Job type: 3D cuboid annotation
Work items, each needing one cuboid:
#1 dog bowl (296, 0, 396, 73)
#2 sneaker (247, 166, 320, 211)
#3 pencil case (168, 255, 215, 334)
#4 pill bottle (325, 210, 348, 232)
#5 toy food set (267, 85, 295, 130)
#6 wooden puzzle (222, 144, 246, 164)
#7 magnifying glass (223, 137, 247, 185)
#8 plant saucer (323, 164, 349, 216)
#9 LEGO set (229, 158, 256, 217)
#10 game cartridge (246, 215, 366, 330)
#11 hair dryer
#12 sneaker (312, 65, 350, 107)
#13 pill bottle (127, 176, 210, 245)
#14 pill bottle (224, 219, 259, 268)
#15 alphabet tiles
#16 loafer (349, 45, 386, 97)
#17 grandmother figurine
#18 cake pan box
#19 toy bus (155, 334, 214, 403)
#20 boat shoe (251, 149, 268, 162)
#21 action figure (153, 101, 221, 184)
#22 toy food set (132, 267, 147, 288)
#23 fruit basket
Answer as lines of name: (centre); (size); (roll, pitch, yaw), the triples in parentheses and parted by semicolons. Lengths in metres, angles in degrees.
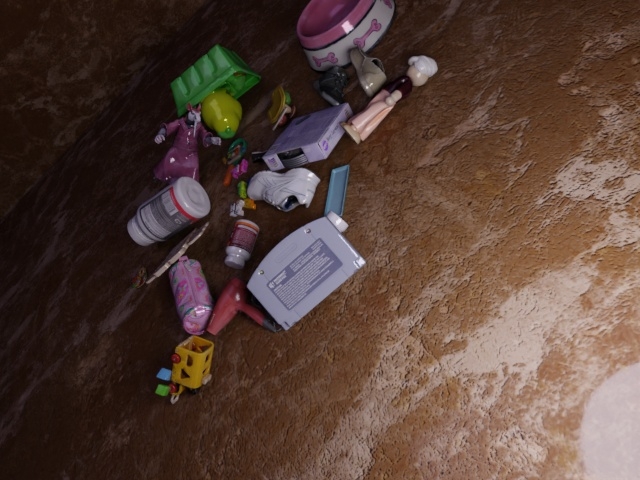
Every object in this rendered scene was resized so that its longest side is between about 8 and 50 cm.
dog bowl: (0.080, -0.861, 1.853); (0.408, 0.150, 0.408); (-21, 51, 28)
sneaker: (-0.141, -0.162, 1.587); (0.297, 0.111, 0.129); (-4, 65, 39)
pencil case: (-0.424, 0.176, 1.573); (0.124, 0.124, 0.284); (-42, 44, 9)
pill bottle: (0.000, 0.000, 1.362); (0.169, 0.094, 0.094); (-49, 43, 1)
toy food set: (-0.147, -0.514, 1.870); (0.128, 0.071, 0.218); (-54, 35, 32)
wooden puzzle: (-0.352, -0.347, 1.922); (0.116, 0.014, 0.078); (-35, 44, 14)
magnifying glass: (-0.354, -0.321, 1.934); (0.092, 0.026, 0.231); (-11, 53, 34)
plant saucer: (0.053, -0.148, 1.477); (0.067, 0.018, 0.192); (-12, 56, 34)
LEGO set: (-0.288, -0.166, 1.729); (0.093, 0.087, 0.227); (-19, 57, 33)
game cartridge: (-0.048, 0.080, 1.291); (0.294, 0.196, 0.060); (-41, 2, 10)
hair dryer: (-0.226, 0.196, 1.417); (0.293, 0.080, 0.224); (-29, 47, 18)
sneaker: (0.055, -0.553, 1.704); (0.130, 0.087, 0.227); (-44, 37, 17)
pill bottle: (-0.607, -0.104, 1.880); (0.318, 0.176, 0.176); (-28, 47, 22)
pill bottle: (-0.264, 0.013, 1.578); (0.086, 0.086, 0.152); (-5, 59, 38)
alphabet tiles: (-0.518, 0.038, 1.725); (0.278, 0.021, 0.284); (-41, 15, 10)
loafer: (0.168, -0.586, 1.630); (0.092, 0.102, 0.268); (-24, 47, 15)
grandmother figurine: (0.218, -0.449, 1.493); (0.342, 0.104, 0.208); (-39, 29, 8)
cake pan box: (-0.041, -0.347, 1.602); (0.245, 0.070, 0.267); (-8, 38, 38)
toy bus: (-0.374, 0.386, 1.394); (0.104, 0.202, 0.191); (16, 62, 13)
boat shoe: (-0.203, -0.317, 1.791); (0.133, 0.049, 0.042); (-3, 87, 31)
action figure: (-0.554, -0.398, 2.000); (0.276, 0.248, 0.370); (-118, 46, -70)
toy food set: (-0.729, 0.155, 1.916); (0.083, 0.020, 0.082); (-41, 44, 9)
fruit basket: (-0.436, -0.609, 2.086); (0.392, 0.283, 0.392); (3, 100, 17)
